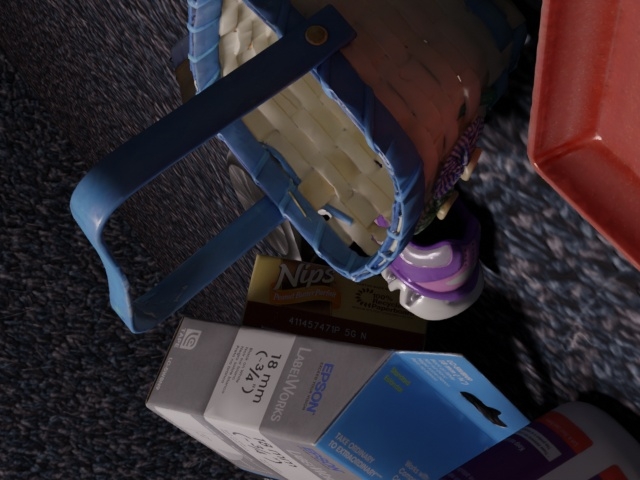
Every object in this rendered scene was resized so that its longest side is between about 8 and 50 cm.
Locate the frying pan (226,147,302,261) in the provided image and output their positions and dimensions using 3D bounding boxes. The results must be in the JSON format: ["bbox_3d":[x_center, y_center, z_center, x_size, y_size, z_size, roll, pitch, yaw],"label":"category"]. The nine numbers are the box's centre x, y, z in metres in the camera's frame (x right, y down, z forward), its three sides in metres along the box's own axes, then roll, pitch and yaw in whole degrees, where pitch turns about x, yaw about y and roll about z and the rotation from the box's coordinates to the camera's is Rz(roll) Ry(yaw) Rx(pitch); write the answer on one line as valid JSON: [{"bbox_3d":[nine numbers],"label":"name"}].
[{"bbox_3d":[-0.042,-0.007,1.500,0.197,0.053,0.326,45,160,40],"label":"frying pan"}]

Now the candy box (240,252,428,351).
[{"bbox_3d":[0.015,0.122,1.316,0.183,0.087,0.316,12,158,4],"label":"candy box"}]

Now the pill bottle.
[{"bbox_3d":[0.128,0.279,0.965,0.181,0.323,0.181,59,172,13],"label":"pill bottle"}]

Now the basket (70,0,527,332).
[{"bbox_3d":[-0.021,-0.064,0.750,0.201,0.289,0.255,52,167,11],"label":"basket"}]

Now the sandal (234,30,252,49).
[{"bbox_3d":[-0.056,-0.200,0.893,0.102,0.076,0.265,43,150,5],"label":"sandal"}]

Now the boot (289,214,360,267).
[{"bbox_3d":[0.000,0.000,1.350,0.198,0.077,0.137,96,150,-68],"label":"boot"}]

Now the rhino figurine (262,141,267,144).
[{"bbox_3d":[-0.044,-0.123,1.159,0.106,0.073,0.243,51,165,3],"label":"rhino figurine"}]

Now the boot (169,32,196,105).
[{"bbox_3d":[-0.126,-0.176,1.365,0.219,0.082,0.106,-176,74,-78],"label":"boot"}]

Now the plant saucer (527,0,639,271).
[{"bbox_3d":[0.206,-0.037,0.561,0.258,0.048,0.259,48,164,26],"label":"plant saucer"}]

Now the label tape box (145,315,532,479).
[{"bbox_3d":[0.033,0.185,1.144,0.334,0.106,0.240,4,153,41],"label":"label tape box"}]

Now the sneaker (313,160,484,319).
[{"bbox_3d":[0.052,-0.046,0.996,0.236,0.095,0.104,46,158,16],"label":"sneaker"}]
